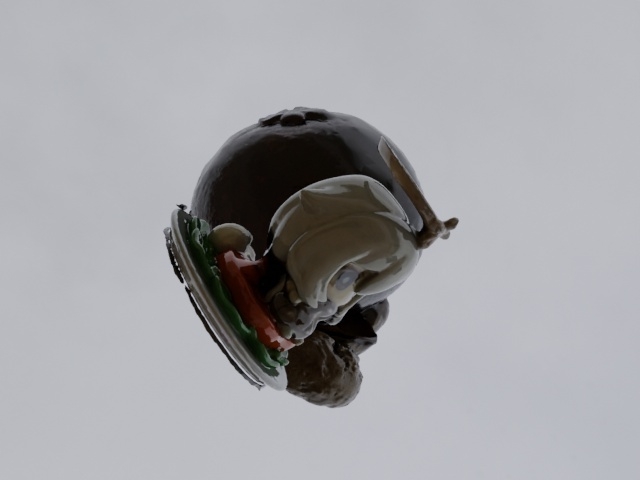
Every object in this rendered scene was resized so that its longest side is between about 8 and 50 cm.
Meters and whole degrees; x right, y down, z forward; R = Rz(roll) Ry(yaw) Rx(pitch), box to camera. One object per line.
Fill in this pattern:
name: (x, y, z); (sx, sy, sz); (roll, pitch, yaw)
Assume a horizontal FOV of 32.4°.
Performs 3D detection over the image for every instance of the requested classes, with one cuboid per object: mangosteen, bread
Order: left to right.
bread: (-0.010, 0.106, 0.963); (0.113, 0.082, 0.060); (28, -93, -24)
mangosteen: (-0.009, 0.004, 1.068); (0.228, 0.228, 0.265); (-3, -74, 13)

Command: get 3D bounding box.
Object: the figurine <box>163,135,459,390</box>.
figurine: (0.000, 0.000, 0.664); (0.154, 0.132, 0.132); (-31, -110, 4)
